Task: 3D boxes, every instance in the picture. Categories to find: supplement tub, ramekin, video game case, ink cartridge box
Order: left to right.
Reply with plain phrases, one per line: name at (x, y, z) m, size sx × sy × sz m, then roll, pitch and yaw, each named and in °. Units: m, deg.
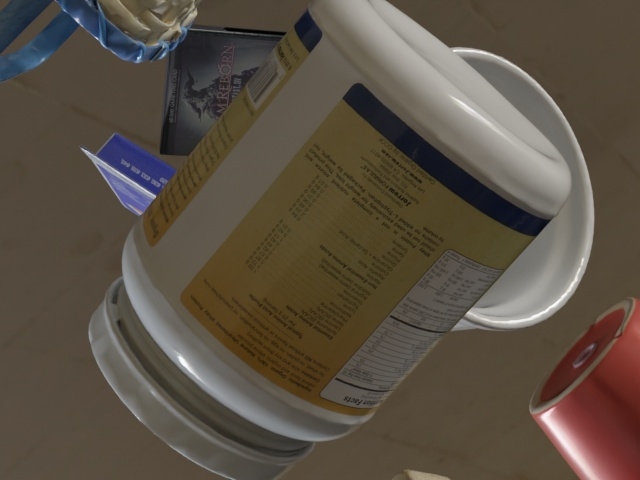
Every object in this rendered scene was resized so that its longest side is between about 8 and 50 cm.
ink cartridge box at (-0.161, -0.031, 1.677) m, size 0.072 × 0.304 × 0.307 m, roll -56°, pitch -8°, yaw -11°
video game case at (-0.083, -0.203, 1.734) m, size 0.274 × 0.026 × 0.196 m, roll 2°, pitch -59°, yaw -12°
supplement tub at (0.000, 0.000, 0.892) m, size 0.316 × 0.228 × 0.228 m, roll -49°, pitch -30°, yaw 16°
ramekin at (0.126, -0.039, 1.215) m, size 0.277 × 0.277 × 0.135 m, roll -12°, pitch -5°, yaw -36°

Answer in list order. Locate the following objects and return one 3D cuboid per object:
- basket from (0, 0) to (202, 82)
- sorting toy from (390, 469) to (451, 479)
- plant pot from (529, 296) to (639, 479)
basket at (-0.204, -0.241, 1.090) m, size 0.289 × 0.201 × 0.255 m, roll -45°, pitch 9°, yaw 17°
sorting toy at (-0.024, 0.256, 0.458) m, size 0.089 × 0.257 × 0.255 m, roll 18°, pitch -55°, yaw -26°
plant pot at (0.412, 0.219, 1.513) m, size 0.275 × 0.243 × 0.275 m, roll -49°, pitch -2°, yaw -2°
